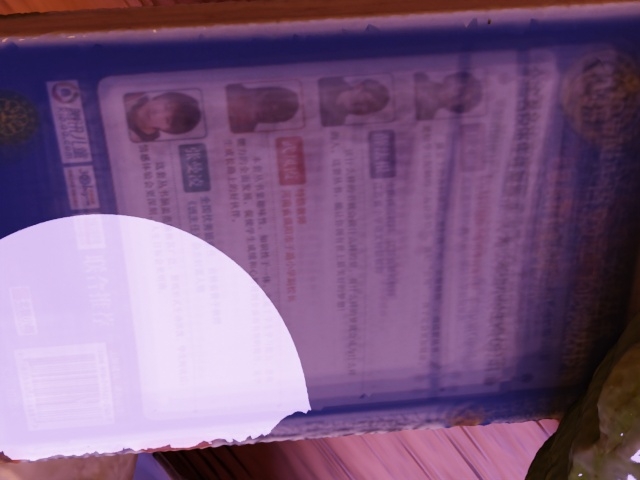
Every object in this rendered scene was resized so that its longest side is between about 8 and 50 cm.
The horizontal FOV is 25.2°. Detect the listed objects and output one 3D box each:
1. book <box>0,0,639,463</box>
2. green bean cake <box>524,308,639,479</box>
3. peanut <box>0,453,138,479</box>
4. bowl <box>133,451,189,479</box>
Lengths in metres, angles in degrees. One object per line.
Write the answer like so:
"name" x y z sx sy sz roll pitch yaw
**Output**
"book" 0.000 0.000 0.614 0.322 0.018 0.228 -4 127 -6
"green bean cake" 0.202 0.125 0.613 0.222 0.125 0.248 19 129 6
"peanut" -0.167 0.112 0.737 0.147 0.147 0.319 16 92 17
"bowl" -0.111 0.279 0.853 0.345 0.346 0.157 -24 154 38
